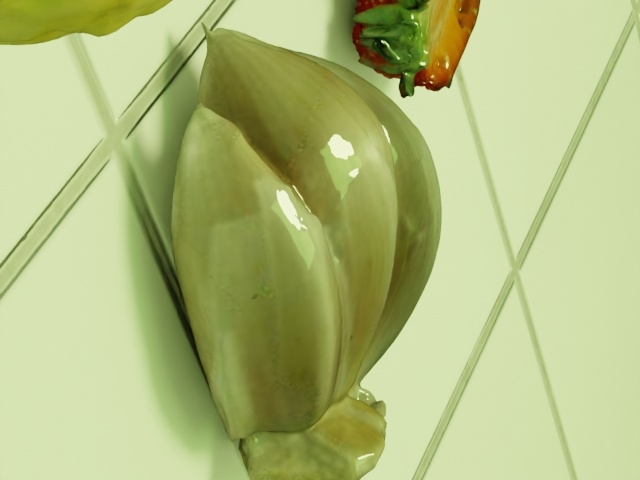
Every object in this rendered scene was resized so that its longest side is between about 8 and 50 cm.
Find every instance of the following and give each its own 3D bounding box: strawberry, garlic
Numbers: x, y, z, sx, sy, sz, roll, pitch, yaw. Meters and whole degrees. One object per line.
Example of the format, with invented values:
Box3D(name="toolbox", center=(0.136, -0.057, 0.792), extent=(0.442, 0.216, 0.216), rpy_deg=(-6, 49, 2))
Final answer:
Box3D(name="strawberry", center=(0.075, -0.203, 1.418), extent=(0.140, 0.085, 0.192), rpy_deg=(26, 72, -65))
Box3D(name="garlic", center=(-0.002, 0.000, 1.237), extent=(0.279, 0.132, 0.325), rpy_deg=(-39, 129, -66))

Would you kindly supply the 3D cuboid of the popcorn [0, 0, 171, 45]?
Box3D(name="popcorn", center=(-0.108, -0.275, 0.792), extent=(0.381, 0.349, 0.349), rpy_deg=(-29, 122, -18))
